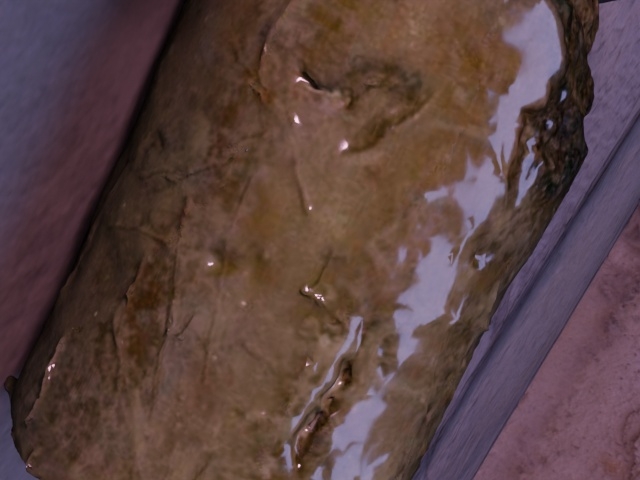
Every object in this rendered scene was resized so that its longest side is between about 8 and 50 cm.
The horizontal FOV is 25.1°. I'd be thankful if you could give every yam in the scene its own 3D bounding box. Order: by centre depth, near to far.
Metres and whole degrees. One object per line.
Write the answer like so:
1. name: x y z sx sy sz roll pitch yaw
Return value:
1. yam: -0.002 -0.013 0.655 0.300 0.195 0.195 -63 164 7

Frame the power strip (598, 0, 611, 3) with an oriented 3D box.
1. power strip: 0.110 -0.227 0.753 0.061 0.145 0.215 22 59 -71
